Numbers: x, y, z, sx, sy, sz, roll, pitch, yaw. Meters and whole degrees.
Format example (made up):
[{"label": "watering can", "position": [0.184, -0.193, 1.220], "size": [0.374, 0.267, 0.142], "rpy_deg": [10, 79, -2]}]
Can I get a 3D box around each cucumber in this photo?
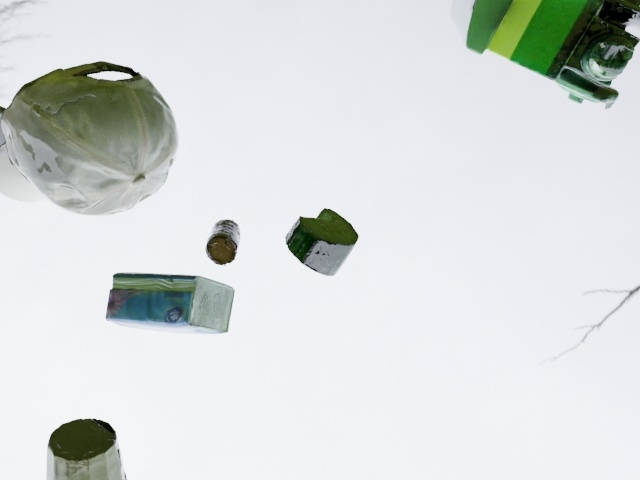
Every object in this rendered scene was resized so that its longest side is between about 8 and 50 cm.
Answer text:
[{"label": "cucumber", "position": [0.004, 0.006, 1.852], "size": [0.191, 0.130, 0.191], "rpy_deg": [22, -153, -12]}]

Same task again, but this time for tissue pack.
[{"label": "tissue pack", "position": [-0.388, 0.166, 1.683], "size": [0.264, 0.198, 0.146], "rpy_deg": [2, -103, 24]}]

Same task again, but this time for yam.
[{"label": "yam", "position": [-0.227, 0.001, 1.524], "size": [0.079, 0.079, 0.141], "rpy_deg": [1, -160, -2]}]

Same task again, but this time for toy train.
[{"label": "toy train", "position": [0.258, -0.258, 0.752], "size": [0.203, 0.120, 0.300], "rpy_deg": [24, -153, -5]}]

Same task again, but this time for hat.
[{"label": "hat", "position": [-0.295, -0.099, 0.783], "size": [0.232, 0.275, 0.160], "rpy_deg": [-2, -104, -51]}]

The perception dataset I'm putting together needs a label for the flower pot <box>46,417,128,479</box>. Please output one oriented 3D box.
[{"label": "flower pot", "position": [-0.520, 0.519, 1.451], "size": [0.213, 0.202, 0.212], "rpy_deg": [7, -159, -3]}]
